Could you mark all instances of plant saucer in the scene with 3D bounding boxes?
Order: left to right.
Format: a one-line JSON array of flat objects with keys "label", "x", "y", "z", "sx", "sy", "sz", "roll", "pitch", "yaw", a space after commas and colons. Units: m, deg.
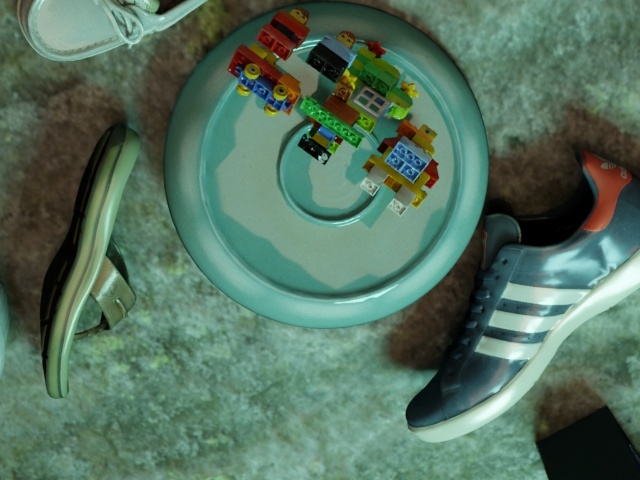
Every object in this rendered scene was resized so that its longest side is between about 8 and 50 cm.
[{"label": "plant saucer", "x": 0.010, "y": -0.067, "z": 1.033, "sx": 0.317, "sy": 0.044, "sz": 0.318, "roll": -1, "pitch": 97, "yaw": -5}]

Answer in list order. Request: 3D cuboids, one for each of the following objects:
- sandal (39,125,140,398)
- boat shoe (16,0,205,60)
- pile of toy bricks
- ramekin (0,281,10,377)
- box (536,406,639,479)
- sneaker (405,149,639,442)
[{"label": "sandal", "x": -0.219, "y": 0.034, "z": 1.087, "sx": 0.086, "sy": 0.120, "sz": 0.303, "roll": 14, "pitch": 114, "yaw": -23}, {"label": "boat shoe", "x": -0.134, "y": -0.256, "z": 0.959, "sx": 0.320, "sy": 0.103, "sz": 0.118, "roll": -25, "pitch": 112, "yaw": 10}, {"label": "pile of toy bricks", "x": 0.033, "y": -0.134, "z": 0.965, "sx": 0.212, "sy": 0.105, "sz": 0.118, "roll": 37, "pitch": 144, "yaw": 1}, {"label": "ramekin", "x": -0.416, "y": 0.088, "z": 1.105, "sx": 0.207, "sy": 0.109, "sz": 0.207, "roll": -1, "pitch": 114, "yaw": -1}, {"label": "box", "x": 0.358, "y": 0.344, "z": 1.201, "sx": 0.103, "sy": 0.184, "sz": 0.261, "roll": -32, "pitch": 111, "yaw": 10}, {"label": "sneaker", "x": 0.188, "y": 0.051, "z": 1.105, "sx": 0.148, "sy": 0.131, "sz": 0.350, "roll": 42, "pitch": 101, "yaw": -11}]
